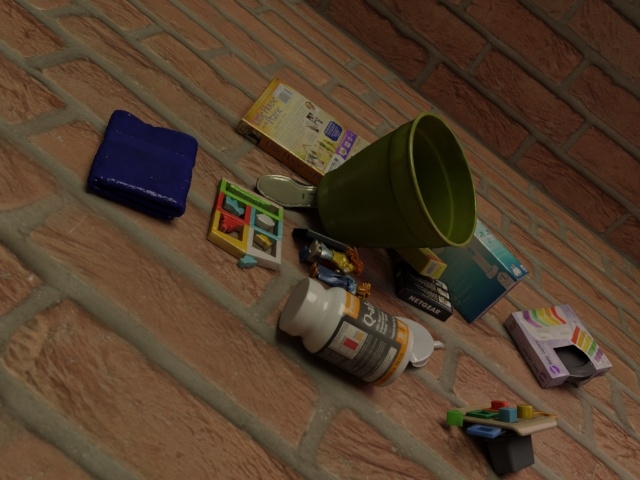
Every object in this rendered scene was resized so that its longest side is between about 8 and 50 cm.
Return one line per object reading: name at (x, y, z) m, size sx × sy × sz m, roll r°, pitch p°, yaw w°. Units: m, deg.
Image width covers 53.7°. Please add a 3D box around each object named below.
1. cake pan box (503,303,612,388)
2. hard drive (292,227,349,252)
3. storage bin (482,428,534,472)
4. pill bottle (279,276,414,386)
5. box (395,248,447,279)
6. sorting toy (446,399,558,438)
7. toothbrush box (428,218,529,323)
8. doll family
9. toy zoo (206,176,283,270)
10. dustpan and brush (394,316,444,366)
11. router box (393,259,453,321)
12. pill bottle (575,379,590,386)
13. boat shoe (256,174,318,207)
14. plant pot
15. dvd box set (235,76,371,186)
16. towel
cake pan box at (0.754, 0.335, 2.010) m, size 0.246 × 0.070 × 0.267 m, roll -5°, pitch 48°, yaw -20°
hard drive at (0.000, 0.000, 1.715) m, size 0.135 × 0.022 × 0.094 m, roll 22°, pitch -7°, yaw -26°
storage bin at (0.456, 0.506, 1.528) m, size 0.135 × 0.098 × 0.091 m, roll 4°, pitch 72°, yaw -45°
pill bottle at (0.058, 0.203, 1.421) m, size 0.278 × 0.162 × 0.162 m, roll 30°, pitch 31°, yaw -15°
box at (0.281, 0.028, 1.934) m, size 0.087 × 0.058 × 0.232 m, roll 19°, pitch 20°, yaw -37°
sorting toy at (0.451, 0.424, 1.549) m, size 0.348 × 0.196 × 0.047 m, roll 6°, pitch 87°, yaw -42°
toothbrush box at (0.458, 0.072, 1.972) m, size 0.295 × 0.216 × 0.126 m, roll 48°, pitch 31°, yaw 18°
doll family at (0.046, 0.090, 1.600) m, size 0.163 × 0.118 × 0.263 m, roll 26°, pitch 32°, yaw -21°
toy zoo at (-0.186, -0.034, 1.603) m, size 0.192 × 0.030 × 0.293 m, roll 27°, pitch 32°, yaw -19°
dustpan and brush at (0.267, 0.270, 1.673) m, size 0.211 × 0.060 × 0.147 m, roll 2°, pitch 47°, yaw -36°
router box at (0.304, 0.148, 1.872) m, size 0.179 × 0.046 × 0.133 m, roll 28°, pitch 33°, yaw -17°
pill bottle at (0.822, 0.412, 2.055) m, size 0.067 × 0.067 × 0.120 m, roll 6°, pitch 43°, yaw -43°
boat shoe at (-0.084, -0.137, 1.827) m, size 0.233 × 0.084 × 0.079 m, roll 11°, pitch 2°, yaw -28°
plant pot at (0.193, -0.124, 1.756) m, size 0.366 × 0.353 × 0.366 m, roll 24°, pitch 59°, yaw -48°
dvd box set at (-0.040, -0.334, 2.075) m, size 0.420 × 0.062 × 0.307 m, roll 33°, pitch 43°, yaw -9°
towel at (-0.420, -0.180, 1.516) m, size 0.228 × 0.076 × 0.308 m, roll 19°, pitch 36°, yaw -19°
